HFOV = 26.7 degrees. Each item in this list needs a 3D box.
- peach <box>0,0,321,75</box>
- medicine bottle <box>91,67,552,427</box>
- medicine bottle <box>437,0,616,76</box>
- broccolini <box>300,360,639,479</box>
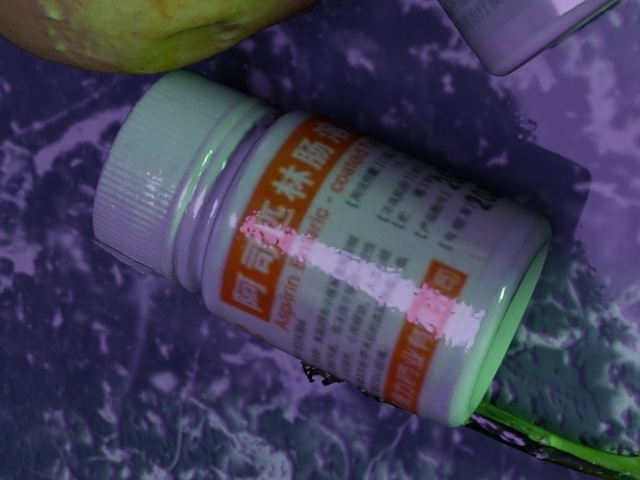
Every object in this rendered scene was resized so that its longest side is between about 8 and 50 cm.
[{"bbox_3d":[-0.096,-0.193,0.767,0.232,0.232,0.232,5,106,19],"label":"peach"},{"bbox_3d":[0.000,0.000,0.811,0.252,0.144,0.144,25,111,16],"label":"medicine bottle"},{"bbox_3d":[0.071,-0.234,0.725,0.133,0.133,0.274,-34,90,25],"label":"medicine bottle"},{"bbox_3d":[0.098,0.104,0.857,0.239,0.051,0.054,20,66,13],"label":"broccolini"}]
